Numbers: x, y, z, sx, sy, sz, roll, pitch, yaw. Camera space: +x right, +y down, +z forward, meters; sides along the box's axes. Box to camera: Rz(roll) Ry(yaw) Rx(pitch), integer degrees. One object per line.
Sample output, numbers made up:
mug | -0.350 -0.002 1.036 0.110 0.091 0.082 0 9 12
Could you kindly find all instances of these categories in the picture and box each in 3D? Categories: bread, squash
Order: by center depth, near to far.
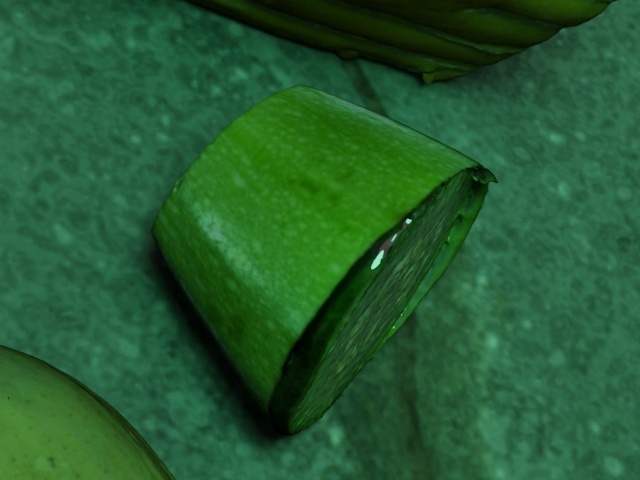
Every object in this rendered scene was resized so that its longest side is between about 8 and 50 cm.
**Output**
squash | 0.000 0.000 0.895 0.123 0.170 0.170 44 55 16
bread | 0.022 -0.177 0.935 0.246 0.239 0.111 14 77 -19

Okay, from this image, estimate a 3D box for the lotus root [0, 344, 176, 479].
lotus root | -0.147 0.126 0.748 0.182 0.183 0.310 -31 81 -33
